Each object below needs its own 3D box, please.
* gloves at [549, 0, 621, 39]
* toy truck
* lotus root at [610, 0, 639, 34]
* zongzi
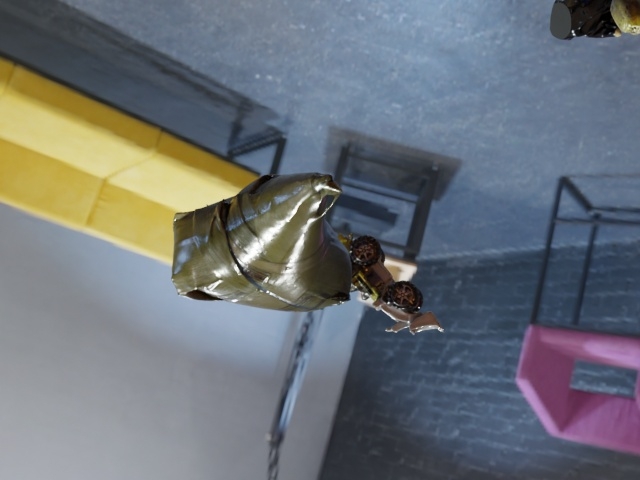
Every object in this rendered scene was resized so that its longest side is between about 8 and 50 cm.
[{"bbox_3d":[0.599,-0.488,1.808,0.203,0.124,0.164,-19,163,-8],"label":"gloves"},{"bbox_3d":[0.128,0.098,1.748,0.286,0.111,0.136,48,-179,13],"label":"toy truck"},{"bbox_3d":[0.503,-0.374,1.414,0.054,0.099,0.049,10,134,-19],"label":"lotus root"},{"bbox_3d":[0.000,0.000,0.996,0.260,0.123,0.289,14,152,-43],"label":"zongzi"}]
